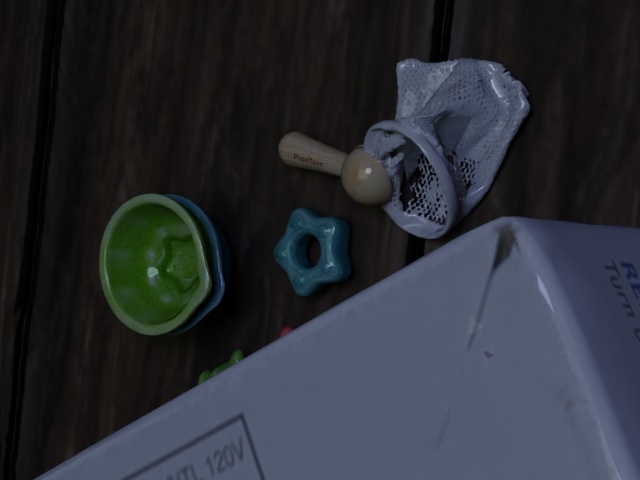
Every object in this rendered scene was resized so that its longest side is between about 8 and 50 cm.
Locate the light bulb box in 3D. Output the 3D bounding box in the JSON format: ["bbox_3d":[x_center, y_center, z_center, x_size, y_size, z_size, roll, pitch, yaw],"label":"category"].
[{"bbox_3d":[0.068,0.169,0.631,0.358,0.361,0.225,-30,70,34],"label":"light bulb box"}]

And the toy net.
[{"bbox_3d":[0.000,0.000,0.887,0.232,0.045,0.122,-32,70,33],"label":"toy net"}]
